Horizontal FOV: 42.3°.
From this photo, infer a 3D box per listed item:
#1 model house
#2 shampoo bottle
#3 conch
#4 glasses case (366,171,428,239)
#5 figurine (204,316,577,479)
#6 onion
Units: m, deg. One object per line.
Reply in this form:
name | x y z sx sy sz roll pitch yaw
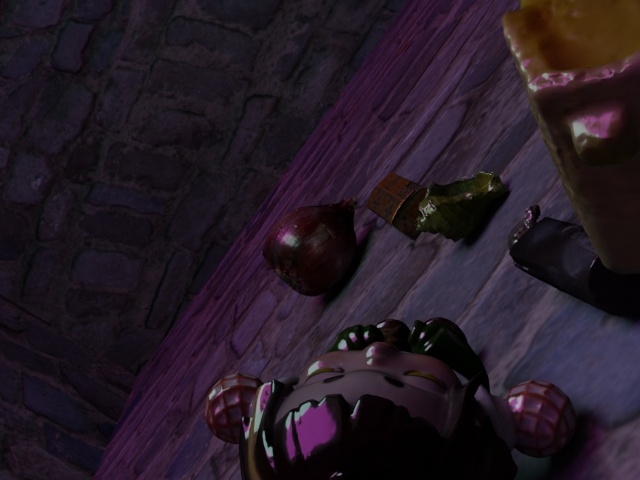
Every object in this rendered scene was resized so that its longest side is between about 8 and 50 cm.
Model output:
model house | 0.211 -0.103 0.557 0.175 0.193 0.234 3 52 37
shampoo bottle | 0.209 0.011 0.701 0.063 0.057 0.207 -56 12 3
conch | 0.165 -0.047 1.005 0.121 0.074 0.089 -32 53 13
glasses case | 0.124 -0.059 1.291 0.075 0.049 0.218 -56 11 4
figurine | 0.052 0.148 0.646 0.370 0.281 0.167 -43 -50 -72
onion | 0.000 0.000 1.419 0.195 0.159 0.159 -46 8 -14
